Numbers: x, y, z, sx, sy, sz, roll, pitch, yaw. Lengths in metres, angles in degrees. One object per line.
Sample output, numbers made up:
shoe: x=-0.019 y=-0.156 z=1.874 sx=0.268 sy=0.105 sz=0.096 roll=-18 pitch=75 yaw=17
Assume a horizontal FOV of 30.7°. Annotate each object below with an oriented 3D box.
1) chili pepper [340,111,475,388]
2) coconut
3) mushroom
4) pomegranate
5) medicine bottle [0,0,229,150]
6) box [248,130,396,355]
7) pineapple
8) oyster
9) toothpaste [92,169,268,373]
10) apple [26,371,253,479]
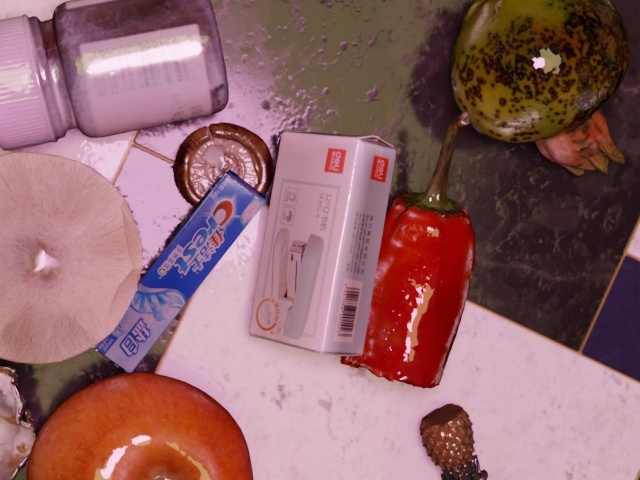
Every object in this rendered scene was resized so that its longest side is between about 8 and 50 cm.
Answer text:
chili pepper: x=0.129 y=0.009 z=1.448 sx=0.131 sy=0.135 sz=0.338 roll=8 pitch=95 yaw=-51
coconut: x=-0.322 y=0.020 z=1.311 sx=0.238 sy=0.266 sz=0.237 roll=1 pitch=86 yaw=-16
mushroom: x=-0.120 y=-0.089 z=1.447 sx=0.123 sy=0.052 sz=0.123 roll=-1 pitch=98 yaw=-6
pomegranate: x=0.281 y=-0.205 z=1.458 sx=0.222 sy=0.276 sz=0.204 roll=-27 pitch=57 yaw=12
medicine bottle: x=-0.255 y=-0.205 z=1.366 sx=0.273 sy=0.165 sz=0.165 roll=-12 pitch=94 yaw=-7
box: x=0.000 y=0.000 z=1.424 sx=0.079 sy=0.135 sz=0.269 roll=9 pitch=91 yaw=-49
pineapple: x=0.180 y=0.294 z=1.503 sx=0.074 sy=0.074 sz=0.159 roll=-23 pitch=103 yaw=-8
oyster: x=-0.446 y=0.217 z=1.391 sx=0.214 sy=0.083 sz=0.223 roll=36 pitch=97 yaw=-3
toothpaste: x=-0.172 y=0.038 z=1.418 sx=0.066 sy=0.053 sz=0.272 roll=38 pitch=97 yaw=-7
apple: x=-0.204 y=0.285 z=1.370 sx=0.252 sy=0.206 sz=0.271 roll=-35 pitch=96 yaw=-10
